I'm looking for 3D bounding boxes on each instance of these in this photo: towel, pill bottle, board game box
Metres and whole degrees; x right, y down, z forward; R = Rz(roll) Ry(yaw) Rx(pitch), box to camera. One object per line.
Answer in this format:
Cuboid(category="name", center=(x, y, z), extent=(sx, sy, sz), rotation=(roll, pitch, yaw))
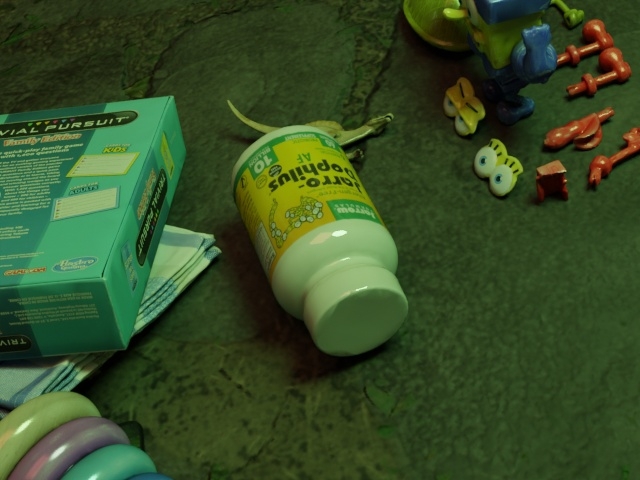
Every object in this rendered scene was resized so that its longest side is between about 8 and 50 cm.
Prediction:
Cuboid(category="towel", center=(-0.252, 0.055, 0.962), extent=(0.209, 0.034, 0.285), rotation=(12, 37, 26))
Cuboid(category="pill bottle", center=(0.000, 0.000, 0.933), extent=(0.118, 0.117, 0.208), rotation=(-23, 48, -3))
Cuboid(category="board game box", center=(-0.281, -0.019, 0.978), extent=(0.254, 0.079, 0.336), rotation=(-5, 33, 6))

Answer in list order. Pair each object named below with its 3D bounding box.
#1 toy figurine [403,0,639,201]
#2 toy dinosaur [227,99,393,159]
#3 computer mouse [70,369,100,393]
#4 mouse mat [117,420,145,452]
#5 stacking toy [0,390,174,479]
Cuboid(category="toy figurine", center=(0.194, -0.241, 1.011), extent=(0.191, 0.217, 0.362), rotation=(-19, 49, 0))
Cuboid(category="toy dinosaur", center=(-0.016, -0.105, 1.082), extent=(0.183, 0.053, 0.092), rotation=(4, 36, 10))
Cuboid(category="computer mouse", center=(-0.295, 0.094, 0.992), extent=(0.106, 0.042, 0.193), rotation=(-39, 51, -16))
Cuboid(category="mouse mat", center=(-0.237, 0.240, 0.877), extent=(0.190, 0.007, 0.152), rotation=(-16, 48, 2))
Cuboid(category="stacking toy", center=(-0.108, 0.243, 0.756), extent=(0.330, 0.141, 0.141), rotation=(26, 62, 25))
